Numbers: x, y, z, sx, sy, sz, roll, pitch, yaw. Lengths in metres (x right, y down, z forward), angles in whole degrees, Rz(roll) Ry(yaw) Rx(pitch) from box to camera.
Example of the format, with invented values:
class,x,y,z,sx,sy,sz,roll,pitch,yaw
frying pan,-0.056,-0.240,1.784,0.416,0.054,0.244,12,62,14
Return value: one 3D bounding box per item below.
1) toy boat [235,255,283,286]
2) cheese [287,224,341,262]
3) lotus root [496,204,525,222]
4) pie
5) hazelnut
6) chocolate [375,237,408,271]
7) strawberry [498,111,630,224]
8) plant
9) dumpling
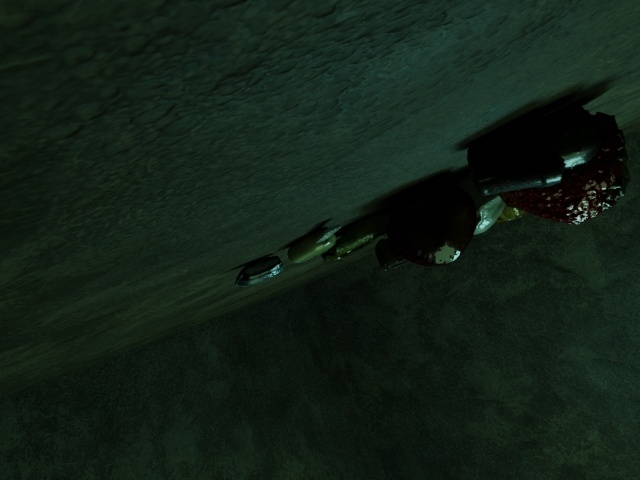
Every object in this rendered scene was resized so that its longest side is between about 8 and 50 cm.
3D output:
class,x,y,z,sx,sy,sz,roll,pitch,yaw
toy boat,-0.160,0.083,1.674,0.137,0.060,0.061,-25,154,-28
cheese,0.000,0.000,1.608,0.127,0.050,0.255,-21,174,-21
lotus root,0.582,-0.141,2.091,0.199,0.180,0.188,-22,178,-26
pie,0.172,-0.032,1.906,0.371,0.078,0.296,-24,172,-4
hazelnut,0.284,-0.033,1.626,0.233,0.218,0.218,-23,175,6
chocolate,0.262,0.005,1.796,0.214,0.093,0.148,-22,173,-7
strawberry,0.535,-0.154,1.448,0.288,0.250,0.238,-7,-177,25
plant,0.422,-0.172,1.276,0.255,0.142,0.164,-21,174,15
dumpling,0.419,-0.130,1.787,0.227,0.243,0.175,-49,137,-11
